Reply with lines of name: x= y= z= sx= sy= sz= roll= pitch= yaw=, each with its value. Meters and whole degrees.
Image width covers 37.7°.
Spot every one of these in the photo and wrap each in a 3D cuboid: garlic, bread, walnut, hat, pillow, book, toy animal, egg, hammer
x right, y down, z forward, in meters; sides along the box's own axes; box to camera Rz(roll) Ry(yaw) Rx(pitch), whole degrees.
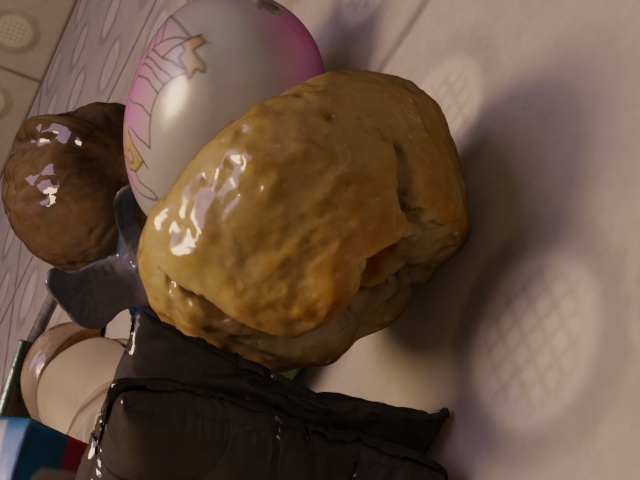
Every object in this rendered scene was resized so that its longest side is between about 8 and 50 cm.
garlic: x=-0.410 y=0.208 z=1.450 sx=0.087 sy=0.101 sz=0.195 roll=6 pitch=79 yaw=63
bread: x=0.000 y=0.000 z=0.642 sx=0.134 sy=0.244 sz=0.244 roll=49 pitch=123 yaw=23
walnut: x=-0.315 y=-0.075 z=1.306 sx=0.248 sy=0.248 sz=0.248 roll=-43 pitch=37 yaw=45
hat: x=-0.270 y=0.216 z=1.082 sx=0.226 sy=0.164 sz=0.219 roll=27 pitch=102 yaw=19
pillow: x=-0.081 y=0.221 z=0.631 sx=0.326 sy=0.228 sz=0.101 roll=-62 pitch=19 yaw=22
book: x=-0.489 y=0.309 z=1.518 sx=0.215 sy=0.025 sz=0.282 roll=81 pitch=-157 yaw=-75
toy animal: x=-0.223 y=0.035 z=1.135 sx=0.176 sy=0.239 sz=0.255 roll=15 pitch=131 yaw=38
egg: x=-0.107 y=-0.124 z=0.957 sx=0.271 sy=0.196 sz=0.196 roll=-45 pitch=36 yaw=33
hammer: x=-0.495 y=0.204 z=1.539 sx=0.152 sy=0.044 sz=0.427 roll=95 pitch=-168 yaw=-58

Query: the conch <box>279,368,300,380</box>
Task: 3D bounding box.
conch: x=-0.112 y=0.089 z=0.868 sx=0.250 sy=0.137 sz=0.143 roll=-10 pitch=62 yaw=54

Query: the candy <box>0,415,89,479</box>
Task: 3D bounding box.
candy: x=-0.220 y=0.227 z=0.786 sx=0.157 sy=0.306 sz=0.100 roll=-1 pitch=66 yaw=25
